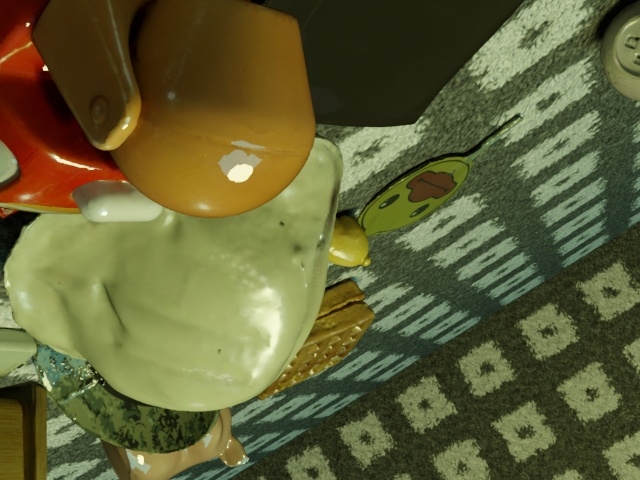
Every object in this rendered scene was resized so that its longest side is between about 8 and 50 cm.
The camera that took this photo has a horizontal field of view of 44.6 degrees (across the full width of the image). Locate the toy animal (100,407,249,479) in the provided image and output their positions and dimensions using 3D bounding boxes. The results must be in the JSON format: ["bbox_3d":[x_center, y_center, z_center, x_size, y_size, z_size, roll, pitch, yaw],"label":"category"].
[{"bbox_3d":[-0.279,0.328,1.409,0.256,0.195,0.212,-17,132,-37],"label":"toy animal"}]

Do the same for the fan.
[{"bbox_3d":[0.187,-0.095,1.265,0.335,0.011,0.230,-38,159,22],"label":"fan"}]

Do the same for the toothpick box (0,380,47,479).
[{"bbox_3d":[-0.482,0.251,0.868,0.188,0.190,0.308,-15,159,20],"label":"toothpick box"}]

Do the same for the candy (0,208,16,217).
[{"bbox_3d":[-0.235,-0.071,0.677,0.122,0.038,0.062,-27,160,-11],"label":"candy"}]

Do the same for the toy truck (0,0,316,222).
[{"bbox_3d":[-0.130,-0.085,0.491,0.265,0.239,0.189,-42,157,31],"label":"toy truck"}]

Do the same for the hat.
[{"bbox_3d":[-0.241,0.153,1.058,0.265,0.265,0.128,-42,-167,30],"label":"hat"}]

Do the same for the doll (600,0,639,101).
[{"bbox_3d":[0.501,-0.265,1.119,0.151,0.151,0.287,-43,161,31],"label":"doll"}]

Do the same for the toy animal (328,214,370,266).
[{"bbox_3d":[0.002,0.001,1.148,0.159,0.083,0.070,7,132,-47],"label":"toy animal"}]

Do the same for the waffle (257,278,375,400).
[{"bbox_3d":[-0.032,0.211,1.584,0.224,0.098,0.327,-20,157,-22],"label":"waffle"}]

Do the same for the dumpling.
[{"bbox_3d":[-0.146,0.036,0.785,0.316,0.233,0.395,8,136,-37],"label":"dumpling"}]

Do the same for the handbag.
[{"bbox_3d":[0.040,-0.198,0.654,0.257,0.113,0.285,-11,161,-31],"label":"handbag"}]

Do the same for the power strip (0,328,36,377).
[{"bbox_3d":[-0.424,0.136,0.922,0.081,0.035,0.192,-34,160,14],"label":"power strip"}]
